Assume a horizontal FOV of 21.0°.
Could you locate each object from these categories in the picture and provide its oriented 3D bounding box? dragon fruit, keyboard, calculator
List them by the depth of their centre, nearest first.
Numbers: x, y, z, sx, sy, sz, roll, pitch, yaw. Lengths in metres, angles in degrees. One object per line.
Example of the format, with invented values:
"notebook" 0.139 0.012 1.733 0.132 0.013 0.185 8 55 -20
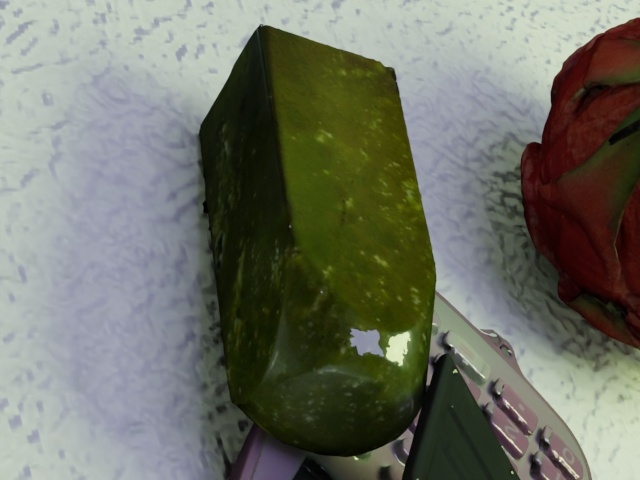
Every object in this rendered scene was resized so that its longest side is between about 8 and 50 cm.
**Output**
"keyboard" 0.137 0.223 0.822 0.381 0.041 0.103 54 31 -21
"calculator" 0.048 0.130 0.849 0.194 0.043 0.294 45 35 -6
"dragon fruit" 0.229 -0.057 0.998 0.234 0.293 0.234 2 49 -2

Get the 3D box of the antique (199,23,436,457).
"antique" 0.000 0.000 0.832 0.081 0.080 0.221 14 40 -23
